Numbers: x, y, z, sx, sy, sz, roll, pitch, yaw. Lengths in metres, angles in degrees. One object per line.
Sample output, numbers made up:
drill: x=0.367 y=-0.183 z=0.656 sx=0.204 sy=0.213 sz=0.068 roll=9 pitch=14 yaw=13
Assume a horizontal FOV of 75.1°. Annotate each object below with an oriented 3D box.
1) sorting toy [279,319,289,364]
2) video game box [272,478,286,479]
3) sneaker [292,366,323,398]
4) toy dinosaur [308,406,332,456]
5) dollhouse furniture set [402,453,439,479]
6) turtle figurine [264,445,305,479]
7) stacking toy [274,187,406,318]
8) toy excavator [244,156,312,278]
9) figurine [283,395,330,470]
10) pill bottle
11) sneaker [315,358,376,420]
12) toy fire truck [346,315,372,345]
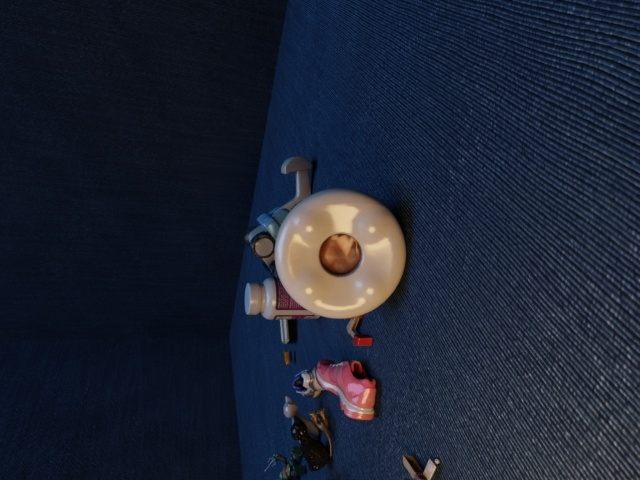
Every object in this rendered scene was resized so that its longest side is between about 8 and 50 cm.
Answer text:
sorting toy: x=-0.173 y=0.458 z=2.086 sx=0.229 sy=0.041 sz=0.308 roll=122 pitch=143 yaw=-74
video game box: x=-0.100 y=0.894 z=1.351 sx=0.205 sy=0.048 sz=0.187 roll=-35 pitch=52 yaw=56
sneaker: x=-0.055 y=0.552 z=1.634 sx=0.296 sy=0.130 sz=0.112 roll=120 pitch=145 yaw=-54
toy dinosaur: x=0.011 y=0.690 z=1.557 sx=0.112 sy=0.064 sz=0.211 roll=67 pitch=167 yaw=-10
dollhouse furniture set: x=0.220 y=0.513 z=0.963 sx=0.081 sy=0.090 sz=0.114 roll=-69 pitch=19 yaw=5
turtle figurine: x=-0.151 y=1.024 z=1.850 sx=0.234 sy=0.118 sz=0.175 roll=-54 pitch=50 yaw=31
stacking toy: x=0.053 y=0.012 z=1.296 sx=0.480 sy=0.350 sz=0.351 roll=-89 pitch=5 yaw=-83
toy excavator: x=-0.149 y=-0.101 z=1.906 sx=0.433 sy=0.445 sz=0.222 roll=55 pitch=170 yaw=-21
figurine: x=-0.068 y=0.709 z=1.563 sx=0.210 sy=0.092 sz=0.215 roll=63 pitch=170 yaw=-20
pill bottle: x=-0.146 y=0.234 z=1.678 sx=0.169 sy=0.301 sz=0.169 roll=-177 pitch=90 yaw=-70
sneaker: x=0.089 y=0.432 z=1.319 sx=0.314 sy=0.115 sz=0.136 roll=23 pitch=99 yaw=62
toy fire truck: x=0.106 y=0.257 z=1.347 sx=0.192 sy=0.047 sz=0.135 roll=-176 pitch=88 yaw=-71
